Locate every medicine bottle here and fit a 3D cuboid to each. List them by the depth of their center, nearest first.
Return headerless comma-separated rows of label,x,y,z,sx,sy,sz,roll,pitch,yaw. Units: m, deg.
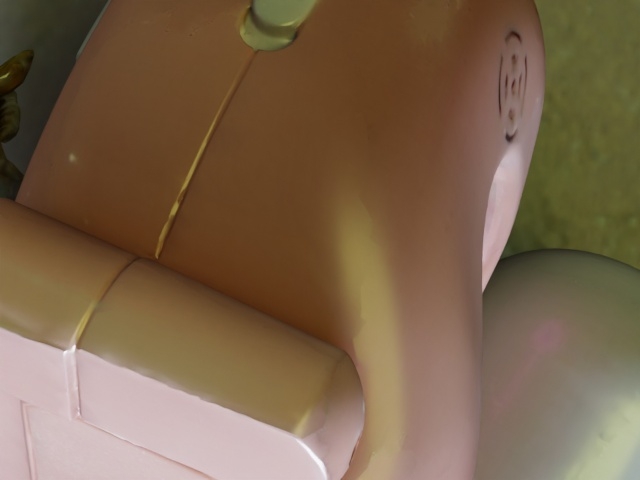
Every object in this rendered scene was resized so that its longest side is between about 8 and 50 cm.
medicine bottle,0.031,0.157,0.657,0.130,0.130,0.341,39,76,-25

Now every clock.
clock,0.000,0.000,0.568,0.142,0.227,0.241,21,58,8

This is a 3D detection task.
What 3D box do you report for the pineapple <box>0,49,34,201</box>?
pineapple,-0.189,0.015,0.538,0.186,0.114,0.236,45,77,-24
